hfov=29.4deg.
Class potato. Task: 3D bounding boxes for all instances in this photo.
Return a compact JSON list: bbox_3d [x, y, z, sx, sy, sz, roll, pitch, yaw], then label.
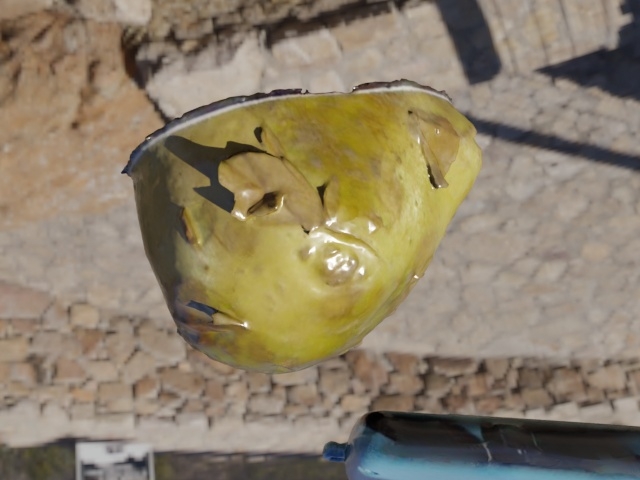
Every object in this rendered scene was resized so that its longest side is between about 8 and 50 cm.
[{"bbox_3d":[0.000,0.000,0.991,0.300,0.196,0.246,-10,168,-37],"label":"potato"}]

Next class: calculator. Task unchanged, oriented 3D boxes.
[{"bbox_3d":[0.147,0.184,0.990,0.293,0.051,0.173,4,158,2],"label":"calculator"}]
